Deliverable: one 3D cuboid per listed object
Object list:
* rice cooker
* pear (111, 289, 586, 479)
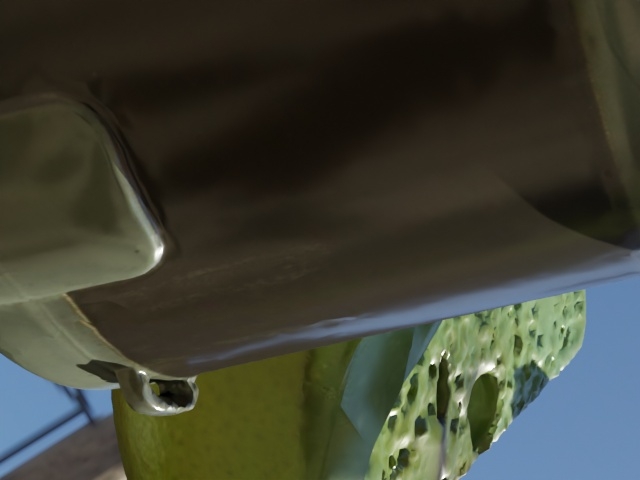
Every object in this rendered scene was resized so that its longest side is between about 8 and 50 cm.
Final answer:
[{"bbox_3d":[-0.021,-0.119,0.627,0.325,0.335,0.335,-13,-70,16],"label":"rice cooker"},{"bbox_3d":[0.000,0.000,0.948,0.238,0.342,0.318,13,-58,30],"label":"pear"}]
